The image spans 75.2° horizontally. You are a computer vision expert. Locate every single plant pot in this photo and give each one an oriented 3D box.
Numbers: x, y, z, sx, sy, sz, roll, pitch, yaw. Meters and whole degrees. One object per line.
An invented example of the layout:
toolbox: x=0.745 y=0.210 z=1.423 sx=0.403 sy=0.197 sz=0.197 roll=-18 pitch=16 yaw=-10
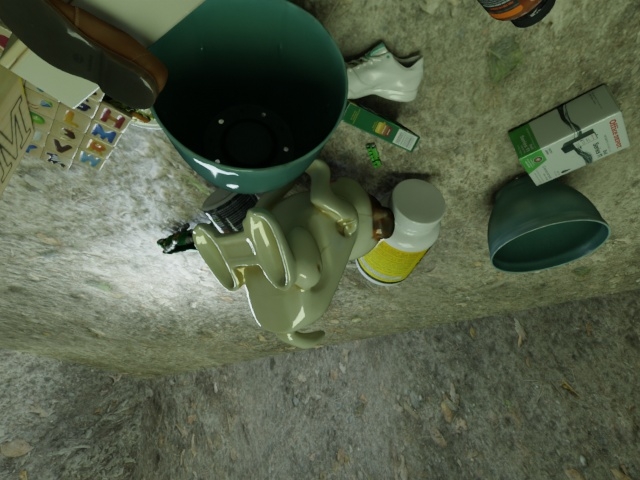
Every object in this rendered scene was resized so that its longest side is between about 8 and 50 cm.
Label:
plant pot: x=0.598 y=-0.060 z=1.151 sx=0.293 sy=0.196 sz=0.293 roll=-4 pitch=151 yaw=-2
plant pot: x=-0.122 y=-0.211 z=0.708 sx=0.293 sy=0.293 sz=0.235 roll=1 pitch=167 yaw=-10

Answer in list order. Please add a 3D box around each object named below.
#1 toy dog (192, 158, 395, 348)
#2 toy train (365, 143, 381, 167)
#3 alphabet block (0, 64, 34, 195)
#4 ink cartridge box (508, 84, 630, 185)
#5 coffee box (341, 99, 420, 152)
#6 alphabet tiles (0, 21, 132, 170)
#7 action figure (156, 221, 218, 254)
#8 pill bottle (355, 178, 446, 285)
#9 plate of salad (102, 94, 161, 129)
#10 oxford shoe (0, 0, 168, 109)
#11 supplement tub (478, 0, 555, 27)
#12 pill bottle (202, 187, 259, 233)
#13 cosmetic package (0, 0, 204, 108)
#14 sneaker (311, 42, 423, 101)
toy dog: x=0.000 y=0.000 z=0.954 sx=0.285 sy=0.395 sz=0.408 roll=-21 pitch=-167 yaw=49
toy train: x=0.130 y=-0.206 z=1.008 sx=0.024 sy=0.017 sz=0.083 roll=-22 pitch=148 yaw=10
alphabet block: x=-0.631 y=-0.189 z=0.693 sx=0.192 sy=0.197 sz=0.193 roll=18 pitch=149 yaw=-20
ink cartridge box: x=0.568 y=-0.233 z=0.953 sx=0.208 sy=0.086 sz=0.153 roll=-27 pitch=144 yaw=32
coffee box: x=0.103 y=-0.242 z=0.842 sx=0.184 sy=0.113 sz=0.040 roll=15 pitch=115 yaw=-29
alphabet tiles: x=-0.535 y=-0.246 z=0.788 sx=0.285 sy=0.011 sz=0.343 roll=26 pitch=145 yaw=-32
action figure: x=-0.392 y=-0.005 z=1.208 sx=0.232 sy=0.137 sz=0.063 roll=-12 pitch=127 yaw=29
pill bottle: x=0.222 y=-0.017 z=1.180 sx=0.188 sy=0.187 sz=0.334 roll=1 pitch=150 yaw=-10
plate of salad: x=-0.333 y=-0.276 z=0.785 sx=0.200 sy=0.048 sz=0.200 roll=-3 pitch=150 yaw=-2
oxford shoe: x=-0.291 y=-0.248 z=0.509 sx=0.212 sy=0.076 sz=0.076 roll=33 pitch=138 yaw=-23
supplement tub: x=0.266 y=-0.396 z=0.602 sx=0.198 sy=0.106 sz=0.106 roll=21 pitch=141 yaw=-37
pill bottle: x=-0.184 y=-0.025 z=1.076 sx=0.130 sy=0.130 sz=0.245 roll=-18 pitch=122 yaw=22
cosmetic package: x=-0.289 y=-0.336 z=0.574 sx=0.309 sy=0.160 sz=0.113 roll=-23 pitch=145 yaw=27
sneaker: x=0.088 y=-0.316 z=0.766 sx=0.212 sy=0.080 sz=0.094 roll=-3 pitch=138 yaw=-14
